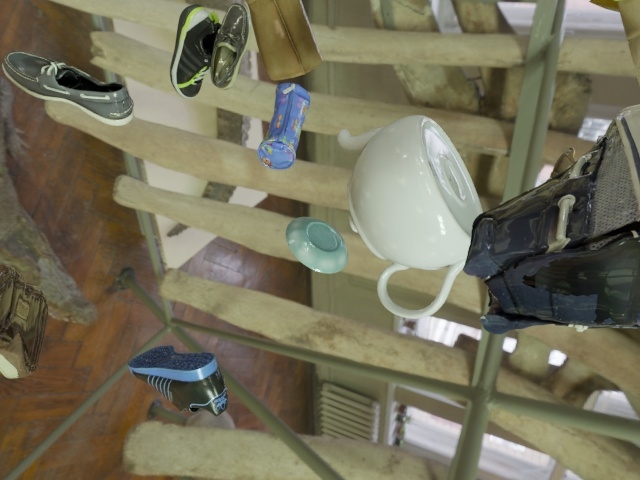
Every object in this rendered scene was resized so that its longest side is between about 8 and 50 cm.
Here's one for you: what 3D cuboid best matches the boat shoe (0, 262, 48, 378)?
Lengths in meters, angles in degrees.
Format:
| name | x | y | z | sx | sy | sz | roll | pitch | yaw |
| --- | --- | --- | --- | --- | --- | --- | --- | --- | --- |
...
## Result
| name | x | y | z | sx | sy | sz | roll | pitch | yaw |
| --- | --- | --- | --- | --- | --- | --- | --- | --- | --- |
| boat shoe | -0.335 | 0.074 | 0.470 | 0.257 | 0.095 | 0.095 | 128 | -34 | -58 |

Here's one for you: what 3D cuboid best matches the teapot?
| name | x | y | z | sx | sy | sz | roll | pitch | yaw |
| --- | --- | --- | --- | --- | --- | --- | --- | --- | --- |
| teapot | 0.128 | -0.052 | 0.758 | 0.252 | 0.187 | 0.256 | 51 | 33 | -22 |

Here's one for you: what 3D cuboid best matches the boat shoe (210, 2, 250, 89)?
| name | x | y | z | sx | sy | sz | roll | pitch | yaw |
| --- | --- | --- | --- | --- | --- | --- | --- | --- | --- |
| boat shoe | -0.162 | -0.348 | 0.870 | 0.049 | 0.056 | 0.152 | -83 | -173 | -76 |

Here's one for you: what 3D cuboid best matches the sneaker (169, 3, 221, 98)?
| name | x | y | z | sx | sy | sz | roll | pitch | yaw |
| --- | --- | --- | --- | --- | --- | --- | --- | --- | --- |
| sneaker | -0.270 | -0.401 | 1.078 | 0.084 | 0.097 | 0.234 | -49 | 169 | -39 |

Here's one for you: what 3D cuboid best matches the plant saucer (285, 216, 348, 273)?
| name | x | y | z | sx | sy | sz | roll | pitch | yaw |
| --- | --- | --- | --- | --- | --- | --- | --- | --- | --- |
| plant saucer | 0.000 | 0.000 | 1.317 | 0.037 | 0.195 | 0.195 | -54 | 177 | 40 |

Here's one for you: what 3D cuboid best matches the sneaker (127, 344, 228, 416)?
| name | x | y | z | sx | sy | sz | roll | pitch | yaw |
| --- | --- | --- | --- | --- | --- | --- | --- | --- | --- |
| sneaker | -0.237 | 0.231 | 0.791 | 0.081 | 0.232 | 0.090 | -26 | 104 | -43 |

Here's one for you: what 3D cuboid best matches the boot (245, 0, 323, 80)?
| name | x | y | z | sx | sy | sz | roll | pitch | yaw |
| --- | --- | --- | --- | --- | --- | --- | --- | --- | --- |
| boot | -0.041 | -0.482 | 1.012 | 0.269 | 0.236 | 0.089 | 64 | 22 | -56 |

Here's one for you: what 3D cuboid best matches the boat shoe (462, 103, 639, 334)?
| name | x | y | z | sx | sy | sz | roll | pitch | yaw |
| --- | --- | --- | --- | --- | --- | --- | --- | --- | --- |
| boat shoe | 0.232 | -0.033 | 0.442 | 0.340 | 0.158 | 0.127 | -38 | 113 | -55 |

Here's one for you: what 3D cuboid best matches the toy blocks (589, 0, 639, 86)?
| name | x | y | z | sx | sy | sz | roll | pitch | yaw |
| --- | --- | --- | --- | --- | --- | --- | --- | --- | --- |
| toy blocks | 0.490 | -0.203 | 0.570 | 0.382 | 0.191 | 0.260 | -3 | 80 | -33 |

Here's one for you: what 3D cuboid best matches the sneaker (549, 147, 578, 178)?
| name | x | y | z | sx | sy | sz | roll | pitch | yaw |
| --- | --- | --- | --- | --- | --- | --- | --- | --- | --- |
| sneaker | 0.547 | -0.126 | 0.943 | 0.066 | 0.189 | 0.071 | -106 | -150 | -66 |

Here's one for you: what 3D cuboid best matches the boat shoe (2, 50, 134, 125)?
| name | x | y | z | sx | sy | sz | roll | pitch | yaw |
| --- | --- | --- | --- | --- | --- | --- | --- | --- | --- |
| boat shoe | -0.381 | -0.246 | 0.731 | 0.065 | 0.206 | 0.075 | 117 | -4 | -55 |

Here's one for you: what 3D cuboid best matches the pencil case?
| name | x | y | z | sx | sy | sz | roll | pitch | yaw |
| --- | --- | --- | --- | --- | --- | --- | --- | --- | --- |
| pencil case | -0.112 | -0.374 | 1.543 | 0.133 | 0.120 | 0.305 | 97 | 3 | -59 |
